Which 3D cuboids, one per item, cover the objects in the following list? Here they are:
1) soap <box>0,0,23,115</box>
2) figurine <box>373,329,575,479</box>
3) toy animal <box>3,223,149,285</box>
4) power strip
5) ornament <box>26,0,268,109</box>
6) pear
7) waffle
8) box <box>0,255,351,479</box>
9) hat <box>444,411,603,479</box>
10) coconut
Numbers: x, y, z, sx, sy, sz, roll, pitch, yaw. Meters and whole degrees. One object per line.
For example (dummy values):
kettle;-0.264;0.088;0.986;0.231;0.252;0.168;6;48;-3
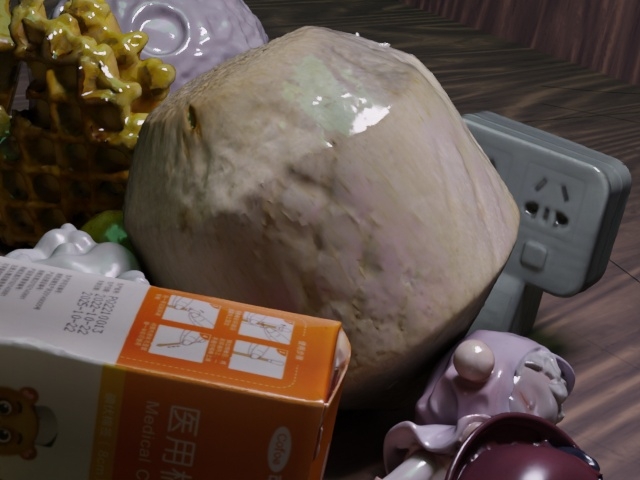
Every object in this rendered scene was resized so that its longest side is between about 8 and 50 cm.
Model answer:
soap;-0.519;-0.204;1.688;0.259;0.281;0.143;1;55;-25
figurine;0.136;0.185;1.236;0.133;0.200;0.276;1;32;37
toy animal;-0.230;0.100;1.246;0.249;0.174;0.289;7;20;22
power strip;0.243;-0.006;1.625;0.229;0.261;0.141;24;23;29
ornament;-0.230;-0.216;1.799;0.337;0.337;0.337;10;21;-4
pear;-0.233;0.027;1.494;0.107;0.107;0.131;6;61;-14
waffle;-0.314;-0.126;1.584;0.261;0.324;0.151;53;39;2
box;-0.163;0.157;1.056;0.341;0.225;0.143;11;24;-1
hat;0.183;0.236;1.096;0.205;0.205;0.089;-6;-13;-38
coconut;0.000;0.000;1.362;0.415;0.415;0.344;27;54;35
